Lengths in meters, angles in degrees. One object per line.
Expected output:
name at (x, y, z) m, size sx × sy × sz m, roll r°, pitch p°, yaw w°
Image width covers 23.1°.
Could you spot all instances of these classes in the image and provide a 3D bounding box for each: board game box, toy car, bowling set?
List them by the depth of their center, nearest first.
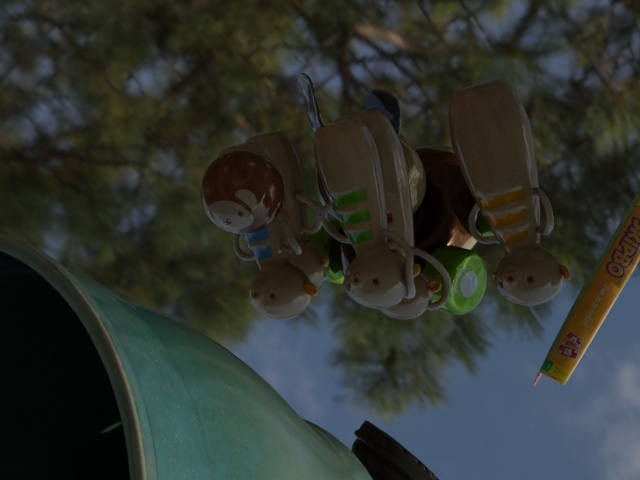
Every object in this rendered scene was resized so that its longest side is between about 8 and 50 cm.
bowling set at (0.000, 0.000, 1.069) m, size 0.287 × 0.200 × 0.154 m, roll -9°, pitch -81°, yaw 49°
toy car at (0.051, -0.055, 1.205) m, size 0.155 × 0.188 × 0.149 m, roll 13°, pitch -127°, yaw 43°
board game box at (0.278, 0.026, 1.488) m, size 0.039 × 0.259 × 0.124 m, roll 31°, pitch -143°, yaw 6°

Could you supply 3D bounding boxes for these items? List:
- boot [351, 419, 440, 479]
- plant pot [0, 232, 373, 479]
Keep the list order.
boot at (0.053, 0.312, 1.423) m, size 0.207 × 0.246 × 0.094 m, roll -44°, pitch -153°, yaw -9°
plant pot at (-0.101, 0.154, 0.733) m, size 0.272 × 0.255 × 0.271 m, roll -11°, pitch -110°, yaw 34°
